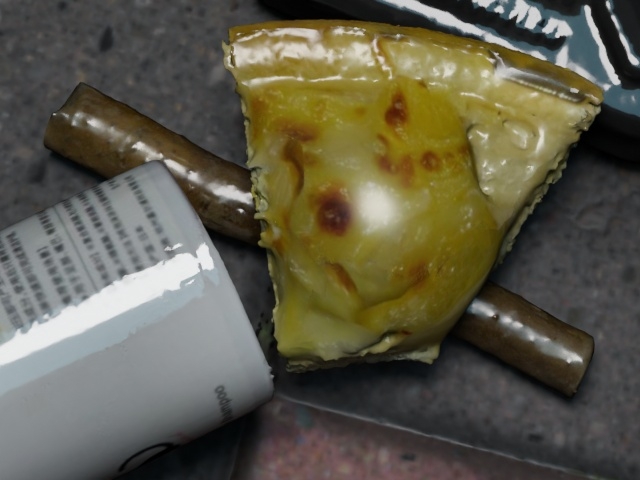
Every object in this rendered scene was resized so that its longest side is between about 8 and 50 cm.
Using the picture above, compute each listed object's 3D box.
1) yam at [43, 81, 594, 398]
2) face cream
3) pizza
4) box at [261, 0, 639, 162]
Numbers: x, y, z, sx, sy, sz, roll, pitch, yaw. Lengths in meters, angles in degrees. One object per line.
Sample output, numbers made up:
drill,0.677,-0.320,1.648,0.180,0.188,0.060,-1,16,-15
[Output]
yam,0.000,0.000,1.087,0.327,0.045,0.045,26,115,5
face cream,-0.217,0.100,1.002,0.370,0.145,0.145,-27,77,-8
pizza,0.054,-0.030,1.032,0.204,0.080,0.188,-3,83,-2
box,0.131,-0.219,1.136,0.289,0.073,0.290,24,75,6
